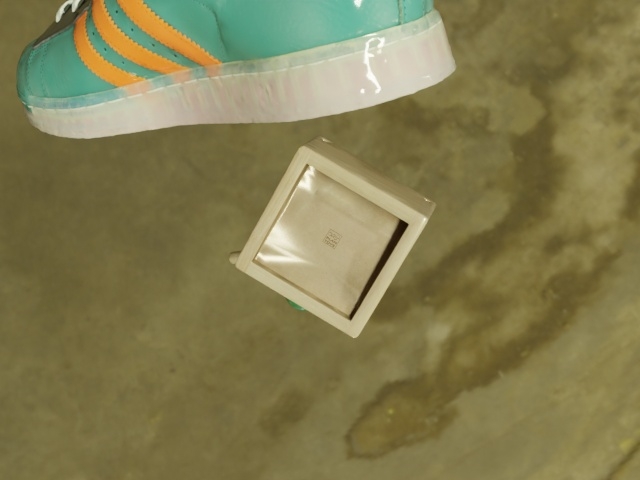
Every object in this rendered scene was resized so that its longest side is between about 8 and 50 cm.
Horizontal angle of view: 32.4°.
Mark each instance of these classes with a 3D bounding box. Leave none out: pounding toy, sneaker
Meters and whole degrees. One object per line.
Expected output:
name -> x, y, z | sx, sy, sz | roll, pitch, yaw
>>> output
pounding toy -> 0.000, 0.000, 0.876 | 0.130, 0.100, 0.141 | 31, 106, 4
sneaker -> -0.066, -0.125, 0.563 | 0.108, 0.302, 0.121 | -29, 111, -42
